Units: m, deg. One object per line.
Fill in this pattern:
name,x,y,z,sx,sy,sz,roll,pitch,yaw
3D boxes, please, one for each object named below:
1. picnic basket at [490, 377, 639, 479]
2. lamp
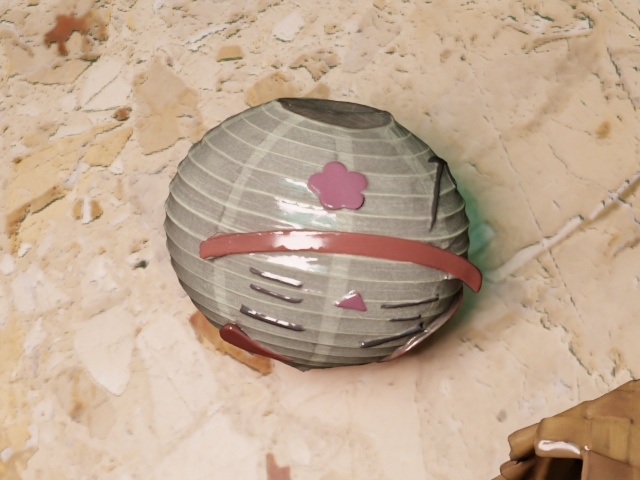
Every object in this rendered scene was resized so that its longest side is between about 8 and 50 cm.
picnic basket,0.214,0.257,1.226,0.321,0.291,0.254,-30,62,-14
lamp,0.000,0.000,1.438,0.265,0.233,0.233,5,65,-1
